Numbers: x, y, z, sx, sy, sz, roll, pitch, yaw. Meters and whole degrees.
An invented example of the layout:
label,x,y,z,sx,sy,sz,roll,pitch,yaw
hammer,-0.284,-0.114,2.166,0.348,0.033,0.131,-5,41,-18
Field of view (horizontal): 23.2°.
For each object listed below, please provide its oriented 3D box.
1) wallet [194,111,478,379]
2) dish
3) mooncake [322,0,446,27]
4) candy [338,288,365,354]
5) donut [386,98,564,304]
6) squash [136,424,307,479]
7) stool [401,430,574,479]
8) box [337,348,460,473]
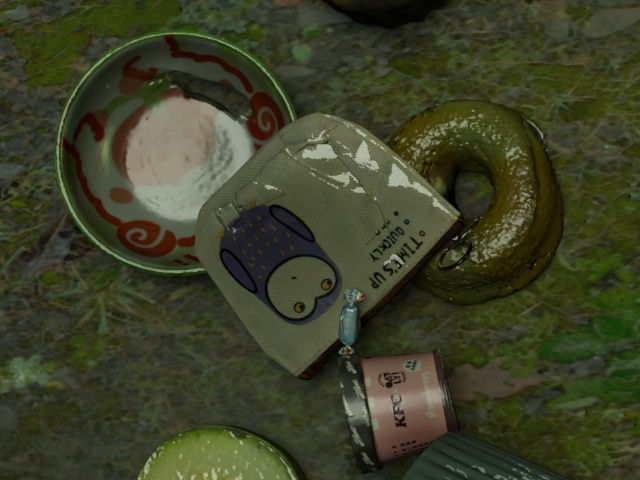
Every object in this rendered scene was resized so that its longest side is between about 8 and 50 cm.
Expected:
label,x,y,z,sx,sy,sz,roll,pitch,yaw
wallet,0.002,0.000,1.948,0.275,0.068,0.335,47,112,2
dish,-0.188,-0.111,2.086,0.324,0.124,0.324,0,86,-3
mooncake,0.083,-0.395,2.088,0.228,0.124,0.228,-5,74,18
candy,0.039,0.101,1.925,0.030,0.020,0.083,4,97,11
donut,0.185,-0.062,1.998,0.272,0.107,0.272,-3,76,14
squash,-0.135,0.363,2.021,0.252,0.049,0.252,-3,78,15
stool,0.237,0.403,1.796,0.330,0.297,0.297,26,86,22
box,0.100,0.207,1.945,0.135,0.151,0.151,-10,76,3
